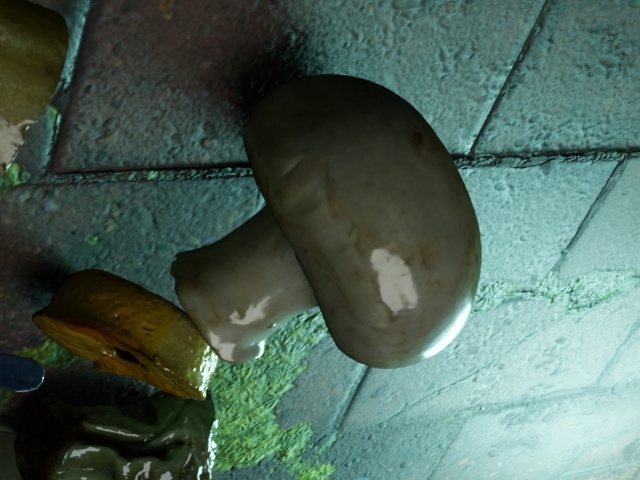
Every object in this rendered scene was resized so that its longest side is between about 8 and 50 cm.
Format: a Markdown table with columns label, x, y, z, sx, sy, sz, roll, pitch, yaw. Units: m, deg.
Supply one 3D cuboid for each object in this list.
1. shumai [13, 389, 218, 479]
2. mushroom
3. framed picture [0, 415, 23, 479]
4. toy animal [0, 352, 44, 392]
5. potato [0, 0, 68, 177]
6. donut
| label | x | y | z | sx | sy | sz | roll | pitch | yaw |
| --- | --- | --- | --- | --- | --- | --- | --- | --- | --- |
| shumai | -0.234 | 0.272 | 1.435 | 0.222 | 0.225 | 0.260 | 5 | 124 | -6 |
| mushroom | 0.000 | 0.000 | 1.207 | 0.290 | 0.297 | 0.297 | -28 | 143 | 1 |
| framed picture | -0.426 | 0.256 | 1.403 | 0.192 | 0.018 | 0.265 | -45 | 142 | 17 |
| toy animal | -0.387 | 0.101 | 1.142 | 0.256 | 0.239 | 0.176 | 8 | 177 | 12 |
| potato | -0.311 | -0.121 | 0.947 | 0.158 | 0.178 | 0.203 | 26 | 133 | -33 |
| donut | -0.187 | 0.091 | 1.269 | 0.074 | 0.190 | 0.174 | -64 | 152 | -20 |
